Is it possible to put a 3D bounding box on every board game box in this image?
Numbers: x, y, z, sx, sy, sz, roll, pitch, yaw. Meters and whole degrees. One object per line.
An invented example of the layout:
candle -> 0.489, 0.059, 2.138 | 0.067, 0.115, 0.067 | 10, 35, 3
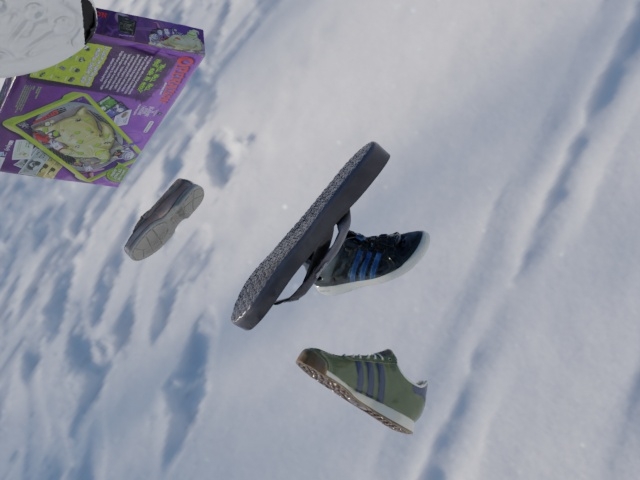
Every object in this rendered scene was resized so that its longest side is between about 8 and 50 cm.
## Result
board game box -> -0.309, -0.180, 1.441 | 0.347, 0.208, 0.056 | -43, 43, 51

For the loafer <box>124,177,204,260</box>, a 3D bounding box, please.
loafer -> -0.195, -0.027, 1.338 | 0.039, 0.045, 0.125 | 32, 66, 29

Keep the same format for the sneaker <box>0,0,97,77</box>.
sneaker -> -0.391, -0.270, 1.053 | 0.130, 0.322, 0.236 | 99, 157, -49

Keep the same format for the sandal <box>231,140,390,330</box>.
sandal -> 0.001, 0.000, 1.171 | 0.254, 0.054, 0.097 | -50, 11, -18

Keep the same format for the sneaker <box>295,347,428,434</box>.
sneaker -> 0.063, 0.177, 1.473 | 0.086, 0.192, 0.064 | -60, 15, -16

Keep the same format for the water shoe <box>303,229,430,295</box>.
water shoe -> 0.062, 0.022, 1.618 | 0.203, 0.080, 0.073 | -23, 30, 28
